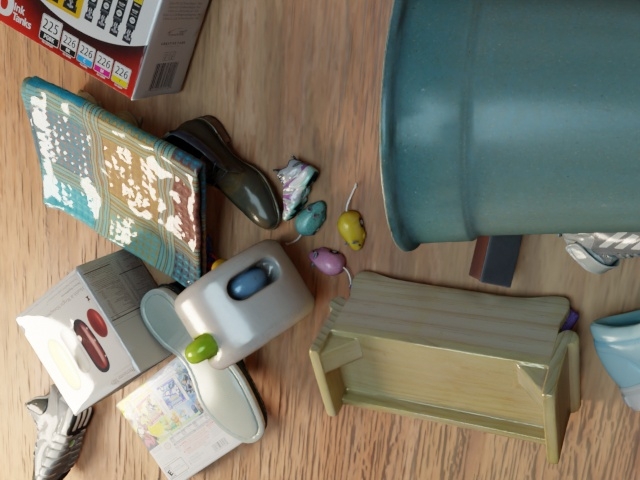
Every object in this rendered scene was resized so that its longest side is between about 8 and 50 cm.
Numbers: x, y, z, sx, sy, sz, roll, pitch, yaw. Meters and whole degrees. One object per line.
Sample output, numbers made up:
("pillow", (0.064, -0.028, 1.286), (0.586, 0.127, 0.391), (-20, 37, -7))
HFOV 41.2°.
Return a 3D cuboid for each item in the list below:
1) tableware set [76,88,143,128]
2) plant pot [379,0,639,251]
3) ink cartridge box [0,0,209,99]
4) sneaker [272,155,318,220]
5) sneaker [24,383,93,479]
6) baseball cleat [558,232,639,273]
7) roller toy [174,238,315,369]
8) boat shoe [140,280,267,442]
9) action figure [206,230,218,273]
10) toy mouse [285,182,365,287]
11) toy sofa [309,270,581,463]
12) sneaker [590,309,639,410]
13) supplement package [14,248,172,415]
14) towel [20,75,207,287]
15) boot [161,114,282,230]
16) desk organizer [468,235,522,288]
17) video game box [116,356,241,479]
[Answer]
("tableware set", (-0.370, -0.170, 1.451), (0.168, 0.020, 0.141), (24, 112, 20))
("plant pot", (0.269, -0.148, 0.974), (0.334, 0.341, 0.341), (3, 106, 18))
("ink cartridge box", (-0.327, -0.408, 1.295), (0.309, 0.130, 0.272), (31, 115, 16))
("sneaker", (-0.050, -0.084, 1.306), (0.069, 0.038, 0.098), (37, 114, 18))
("sneaker", (-0.536, 0.377, 1.670), (0.132, 0.086, 0.229), (34, 107, 19))
("baseball cleat", (0.392, 0.002, 1.072), (0.206, 0.072, 0.109), (30, 129, 47))
("roller toy", (-0.118, 0.091, 1.303), (0.191, 0.209, 0.146), (-34, 88, 17))
("boat shoe", (-0.174, 0.193, 1.417), (0.114, 0.091, 0.302), (-35, 86, 30))
("action figure", (-0.187, 0.028, 1.413), (0.038, 0.030, 0.115), (-20, 97, 25))
("toy mouse", (0.000, 0.000, 1.305), (0.143, 0.031, 0.161), (-5, 103, 28))
("toy sofa", (0.183, 0.173, 1.217), (0.362, 0.177, 0.150), (6, 132, 25))
("sneaker", (0.488, 0.067, 1.021), (0.366, 0.135, 0.150), (-38, 84, 27))
("supplement package", (-0.376, 0.155, 1.475), (0.194, 0.149, 0.203), (-35, 87, 30))
("towel", (-0.332, -0.090, 1.376), (0.370, 0.040, 0.271), (28, 137, 23))
("boot", (-0.155, -0.094, 1.310), (0.219, 0.106, 0.082), (50, 122, 8))
("desk organizer", (0.245, -0.006, 1.168), (0.047, 0.050, 0.130), (11, 96, -11))
("video game box", (-0.244, 0.315, 1.515), (0.205, 0.048, 0.187), (-38, 88, 30))
